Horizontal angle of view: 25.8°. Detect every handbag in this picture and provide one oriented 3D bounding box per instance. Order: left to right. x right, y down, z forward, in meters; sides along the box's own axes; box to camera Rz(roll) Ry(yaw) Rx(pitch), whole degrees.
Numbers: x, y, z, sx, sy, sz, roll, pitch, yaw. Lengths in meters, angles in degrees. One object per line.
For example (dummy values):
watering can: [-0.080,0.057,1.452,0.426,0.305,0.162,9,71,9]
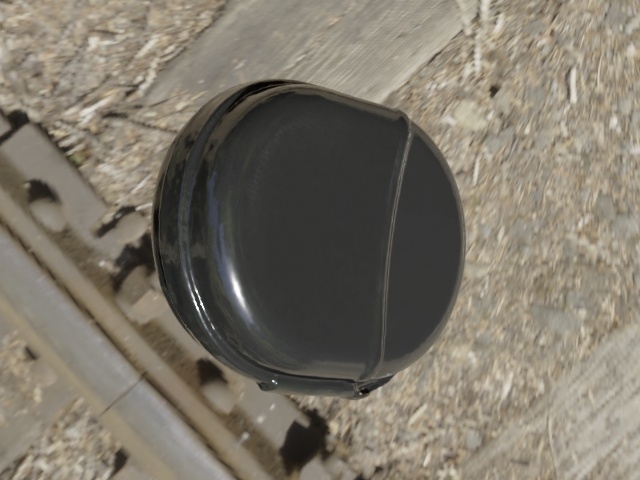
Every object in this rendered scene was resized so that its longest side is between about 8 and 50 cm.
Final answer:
handbag: [0.001,0.000,1.138,0.093,0.308,0.253,-4,79,46]
